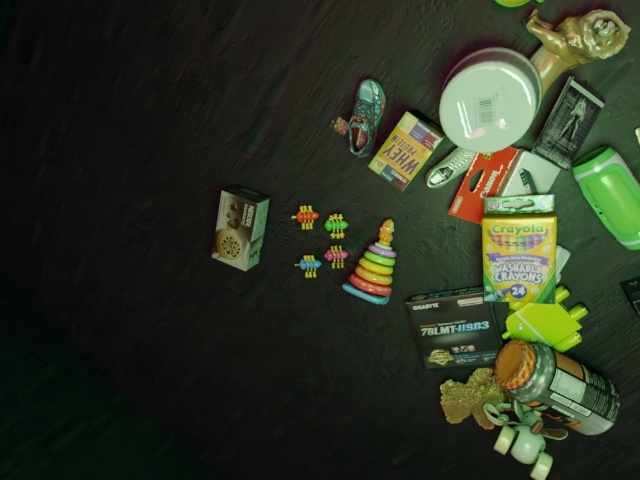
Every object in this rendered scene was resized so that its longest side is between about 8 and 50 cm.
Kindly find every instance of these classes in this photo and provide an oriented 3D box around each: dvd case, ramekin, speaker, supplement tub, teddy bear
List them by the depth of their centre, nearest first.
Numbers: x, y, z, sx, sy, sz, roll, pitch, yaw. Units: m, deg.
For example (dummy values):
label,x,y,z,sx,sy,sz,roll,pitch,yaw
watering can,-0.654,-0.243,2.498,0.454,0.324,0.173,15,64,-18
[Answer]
label,x,y,z,sx,sy,sz,roll,pitch,yaw
ramekin,0.465,-0.381,1.212,0.277,0.135,0.277,13,126,19
dvd case,0.705,-0.325,1.232,0.164,0.018,0.221,17,104,-28
speaker,0.862,-0.122,1.256,0.131,0.131,0.297,-35,93,27
supplement tub,0.759,0.466,1.409,0.337,0.207,0.207,28,115,-3
teddy bear,0.617,0.572,1.602,0.338,0.113,0.245,-32,101,19

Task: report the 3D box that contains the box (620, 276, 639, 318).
label,x,y,z,sx,sy,sz,roll,pitch,yaw
box,1.003,0.162,1.275,0.156,0.158,0.093,-26,96,27

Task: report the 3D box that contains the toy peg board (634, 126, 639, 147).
label,x,y,z,sx,sy,sz,roll,pitch,yaw
toy peg board,0.986,-0.263,1.188,0.160,0.079,0.161,-21,98,25

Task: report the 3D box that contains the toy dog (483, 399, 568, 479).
label,x,y,z,sx,sy,sz,roll,pitch,yaw
toy dog,0.667,0.594,1.380,0.220,0.333,0.161,25,105,7

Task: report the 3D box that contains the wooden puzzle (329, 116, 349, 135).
label,x,y,z,sx,sy,sz,roll,pitch,yaw
wooden puzzle,0.073,-0.403,1.535,0.083,0.006,0.049,36,116,7

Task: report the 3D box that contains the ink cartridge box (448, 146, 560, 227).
label,x,y,z,sx,sy,sz,roll,pitch,yaw
ink cartridge box,0.573,-0.156,1.365,0.238,0.060,0.275,18,114,-2

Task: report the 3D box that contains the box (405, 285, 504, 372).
label,x,y,z,sx,sy,sz,roll,pitch,yaw
box,0.492,0.326,1.574,0.295,0.073,0.294,-12,104,26

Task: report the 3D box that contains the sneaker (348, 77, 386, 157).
label,x,y,z,sx,sy,sz,roll,pitch,yaw
sneaker,0.150,-0.402,1.439,0.104,0.125,0.262,10,111,17

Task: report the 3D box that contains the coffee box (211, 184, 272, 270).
label,x,y,z,sx,sy,sz,roll,pitch,yaw
coffee box,-0.317,-0.052,1.738,0.168,0.119,0.297,21,114,15

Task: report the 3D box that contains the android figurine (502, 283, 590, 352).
label,x,y,z,sx,sy,sz,roll,pitch,yaw
android figurine,0.750,0.274,1.470,0.248,0.056,0.273,47,115,1

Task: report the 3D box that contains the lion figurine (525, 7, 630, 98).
label,x,y,z,sx,sy,sz,roll,pitch,yaw
lion figurine,0.632,-0.487,1.239,0.240,0.142,0.392,35,130,-1

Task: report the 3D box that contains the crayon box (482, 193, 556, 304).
label,x,y,z,sx,sy,sz,roll,pitch,yaw
crayon box,0.606,0.029,1.328,0.203,0.083,0.323,-1,105,25

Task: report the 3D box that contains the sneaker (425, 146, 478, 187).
label,x,y,z,sx,sy,sz,roll,pitch,yaw
sneaker,0.440,-0.248,1.396,0.235,0.095,0.090,-42,87,24

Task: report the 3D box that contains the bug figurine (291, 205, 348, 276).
label,x,y,z,sx,sy,sz,roll,pitch,yaw
bug figurine,0.000,0.000,1.659,0.216,0.072,0.279,1,103,14

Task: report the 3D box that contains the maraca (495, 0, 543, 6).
label,x,y,z,sx,sy,sz,roll,pitch,yaw
maraca,0.557,-0.717,1.199,0.185,0.099,0.127,-3,114,-5

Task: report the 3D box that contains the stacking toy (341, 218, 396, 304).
label,x,y,z,sx,sy,sz,roll,pitch,yaw
stacking toy,0.211,0.066,1.574,0.165,0.175,0.302,21,100,19

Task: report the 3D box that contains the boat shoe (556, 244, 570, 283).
label,x,y,z,sx,sy,sz,roll,pitch,yaw
boat shoe,0.744,0.107,1.398,0.063,0.066,0.184,24,88,4

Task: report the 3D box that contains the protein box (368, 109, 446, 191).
label,x,y,z,sx,sy,sz,roll,pitch,yaw
protein box,0.284,-0.291,1.382,0.136,0.200,0.201,38,117,6
